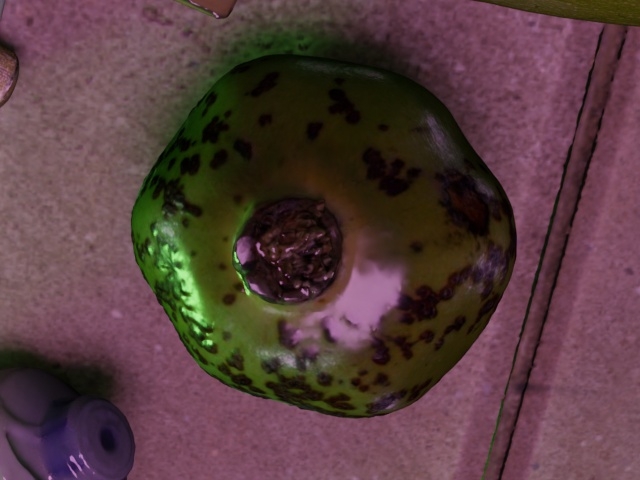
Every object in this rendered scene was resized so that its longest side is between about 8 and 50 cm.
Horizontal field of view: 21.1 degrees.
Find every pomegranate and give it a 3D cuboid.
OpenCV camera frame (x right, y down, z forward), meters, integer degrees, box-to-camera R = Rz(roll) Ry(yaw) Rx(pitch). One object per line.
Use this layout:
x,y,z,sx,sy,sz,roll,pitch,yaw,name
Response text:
0.000,0.000,1.119,0.254,0.270,0.254,1,96,6,pomegranate

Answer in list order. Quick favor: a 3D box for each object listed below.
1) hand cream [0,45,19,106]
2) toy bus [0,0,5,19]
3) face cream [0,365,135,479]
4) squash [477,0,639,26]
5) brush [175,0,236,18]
-0.290,-0.140,1.116,0.203,0.084,0.084,27,117,-28,hand cream
-0.235,-0.229,0.970,0.165,0.133,0.271,9,109,-21,toy bus
-0.324,0.219,1.336,0.420,0.137,0.235,-25,124,24,face cream
0.111,-0.198,1.095,0.379,0.101,0.101,10,121,-6,squash
-0.174,-0.219,1.083,0.282,0.048,0.054,23,108,-20,brush
